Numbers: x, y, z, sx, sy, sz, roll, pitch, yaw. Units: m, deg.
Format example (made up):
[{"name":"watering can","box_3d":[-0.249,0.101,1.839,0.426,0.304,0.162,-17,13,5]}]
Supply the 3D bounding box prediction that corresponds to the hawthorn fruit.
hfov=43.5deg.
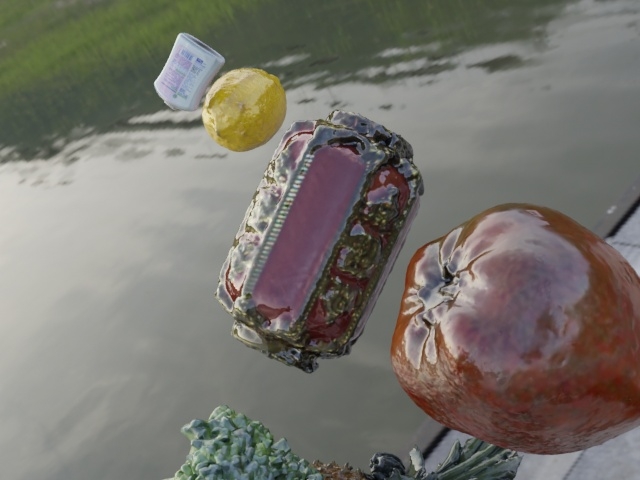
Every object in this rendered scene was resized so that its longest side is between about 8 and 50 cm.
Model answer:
[{"name":"hawthorn fruit","box_3d":[0.195,0.092,0.697,0.210,0.262,0.211,-41,30,30]}]

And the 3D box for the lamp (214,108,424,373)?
[{"name":"lamp","box_3d":[0.000,0.000,0.865,0.177,0.177,0.274,24,89,57]}]

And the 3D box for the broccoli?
[{"name":"broccoli","box_3d":[-0.056,0.229,0.531,0.226,0.176,0.198,-46,22,46]}]

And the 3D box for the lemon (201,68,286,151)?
[{"name":"lemon","box_3d":[-0.107,-0.193,1.167,0.114,0.114,0.155,-7,32,36]}]

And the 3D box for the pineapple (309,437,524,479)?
[{"name":"pineapple","box_3d":[0.084,0.278,0.871,0.277,0.119,0.130,-5,-5,-12]}]

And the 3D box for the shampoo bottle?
[{"name":"shampoo bottle","box_3d":[-0.185,-0.226,1.108,0.099,0.072,0.043,-57,-5,18]}]
